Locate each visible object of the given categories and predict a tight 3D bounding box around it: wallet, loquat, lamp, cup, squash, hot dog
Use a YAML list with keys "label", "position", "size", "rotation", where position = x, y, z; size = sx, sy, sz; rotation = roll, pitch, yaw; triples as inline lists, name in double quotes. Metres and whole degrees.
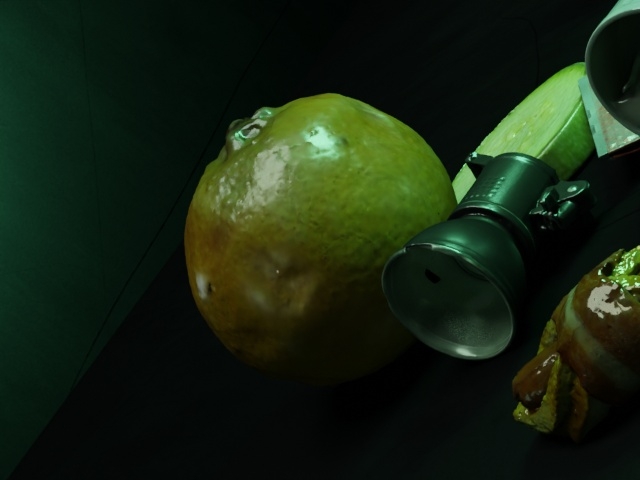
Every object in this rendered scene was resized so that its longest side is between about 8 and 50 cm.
- label: "wallet"
  position: [0.328, -0.146, 1.603]
  size: [0.103, 0.020, 0.196]
  rotation: [-26, 25, 15]
- label: "loquat"
  position: [0.000, 0.000, 1.716]
  size: [0.328, 0.328, 0.328]
  rotation: [-45, 14, 14]
- label: "lamp"
  position: [0.184, -0.007, 1.556]
  size: [0.172, 0.147, 0.227]
  rotation: [-10, 31, 44]
- label: "cup"
  position: [0.390, -0.199, 1.444]
  size: [0.202, 0.221, 0.167]
  rotation: [-54, -20, -33]
- label: "squash"
  position: [0.240, -0.105, 1.794]
  size: [0.252, 0.049, 0.252]
  rotation: [-44, 14, 14]
- label: "hot dog"
  position: [0.240, 0.065, 1.235]
  size: [0.261, 0.093, 0.123]
  rotation: [-44, 14, 20]
